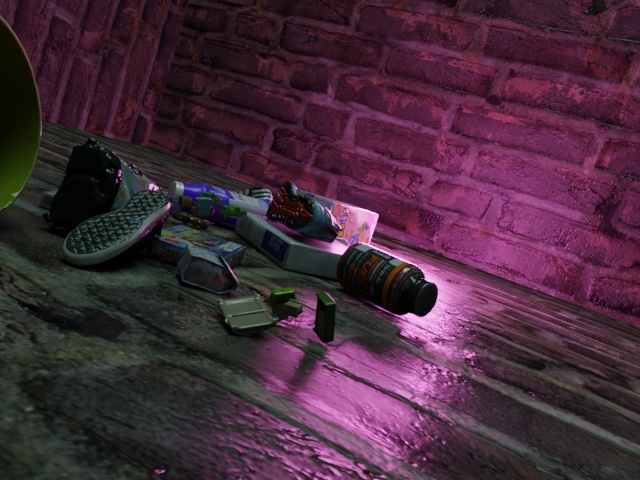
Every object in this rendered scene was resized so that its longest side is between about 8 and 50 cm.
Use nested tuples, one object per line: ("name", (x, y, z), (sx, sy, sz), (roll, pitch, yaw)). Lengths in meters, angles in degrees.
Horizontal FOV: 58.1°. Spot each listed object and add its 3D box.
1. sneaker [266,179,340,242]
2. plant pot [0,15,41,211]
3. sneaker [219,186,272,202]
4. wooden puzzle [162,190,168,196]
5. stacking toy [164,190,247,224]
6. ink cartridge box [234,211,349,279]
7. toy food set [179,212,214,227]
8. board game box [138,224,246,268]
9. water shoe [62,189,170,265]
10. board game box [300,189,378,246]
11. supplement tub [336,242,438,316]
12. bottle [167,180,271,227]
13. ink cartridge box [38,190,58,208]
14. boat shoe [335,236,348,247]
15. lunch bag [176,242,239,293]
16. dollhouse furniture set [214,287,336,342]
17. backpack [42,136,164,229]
("sneaker", (-0.038, -0.052, 1.329), (0.125, 0.104, 0.262), (33, 5, -28))
("plant pot", (-0.566, -0.168, 0.720), (0.293, 0.275, 0.275), (4, 4, 9))
("sneaker", (-0.245, -0.087, 1.684), (0.228, 0.086, 0.132), (-1, -29, 6))
("wooden puzzle", (-0.459, -0.139, 1.716), (0.116, 0.014, 0.078), (15, 7, -25))
("stacking toy", (-0.300, -0.074, 1.303), (0.221, 0.052, 0.167), (0, 16, -31))
("ink cartridge box", (-0.004, 0.024, 1.393), (0.329, 0.072, 0.324), (13, 8, -30))
("toy food set", (-0.304, -0.048, 1.370), (0.077, 0.019, 0.122), (13, 4, -38))
("board game box", (-0.216, 0.015, 1.004), (0.136, 0.035, 0.201), (18, 7, 3))
("water shoe", (-0.281, 0.000, 0.824), (0.072, 0.080, 0.203), (24, 33, 12))
("board game box", (0.045, -0.058, 1.874), (0.144, 0.142, 0.275), (23, 8, 35))
("supplement tub", (0.131, 0.080, 1.127), (0.106, 0.106, 0.197), (12, 9, -47))
("bottle", (-0.255, -0.088, 1.505), (0.282, 0.092, 0.118), (15, 9, -31))
("ink cartridge box", (-0.462, -0.071, 1.067), (0.062, 0.029, 0.115), (18, 7, -2))
("boat shoe", (0.000, 0.000, 1.641), (0.184, 0.066, 0.063), (9, -3, -42))
("lunch bag", (-0.163, 0.043, 0.852), (0.083, 0.053, 0.071), (26, 5, -23))
("dollhouse furniture set", (-0.057, 0.106, 0.742), (0.151, 0.059, 0.076), (-6, 25, -25))
("backpack", (-0.340, -0.064, 0.943), (0.115, 0.152, 0.182), (25, -4, 13))
